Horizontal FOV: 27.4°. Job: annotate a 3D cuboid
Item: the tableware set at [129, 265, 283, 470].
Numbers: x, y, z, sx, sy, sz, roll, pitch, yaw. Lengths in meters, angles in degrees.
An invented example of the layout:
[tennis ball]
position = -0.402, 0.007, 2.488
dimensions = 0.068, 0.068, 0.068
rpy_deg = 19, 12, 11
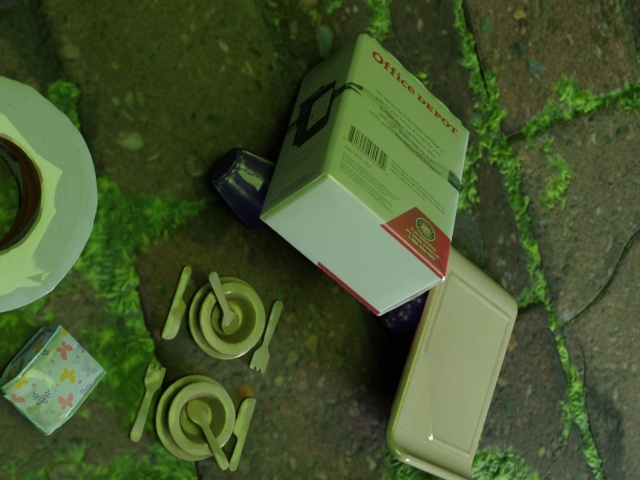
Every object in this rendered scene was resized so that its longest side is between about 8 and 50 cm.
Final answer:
[tableware set]
position = -0.107, 0.130, 1.338
dimensions = 0.128, 0.039, 0.194
rpy_deg = 22, 78, -28

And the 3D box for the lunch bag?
[lunch bag]
position = -0.259, 0.132, 1.243
dimensions = 0.071, 0.053, 0.083
rpy_deg = 48, 57, -22

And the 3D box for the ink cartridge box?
[ink cartridge box]
position = 0.052, -0.072, 1.345
dimensions = 0.172, 0.100, 0.237
rpy_deg = 40, 39, -23

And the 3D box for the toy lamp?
[toy lamp]
position = 0.000, 0.000, 1.383
dimensions = 0.275, 0.080, 0.080
rpy_deg = 39, 70, -23

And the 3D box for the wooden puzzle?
[wooden puzzle]
position = 0.141, 0.139, 1.439
dimensions = 0.221, 0.044, 0.238
rpy_deg = 34, 67, -57

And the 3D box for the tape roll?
[tape roll]
position = -0.320, -0.041, 1.202
dimensions = 0.219, 0.072, 0.219
rpy_deg = 1, 89, -30
